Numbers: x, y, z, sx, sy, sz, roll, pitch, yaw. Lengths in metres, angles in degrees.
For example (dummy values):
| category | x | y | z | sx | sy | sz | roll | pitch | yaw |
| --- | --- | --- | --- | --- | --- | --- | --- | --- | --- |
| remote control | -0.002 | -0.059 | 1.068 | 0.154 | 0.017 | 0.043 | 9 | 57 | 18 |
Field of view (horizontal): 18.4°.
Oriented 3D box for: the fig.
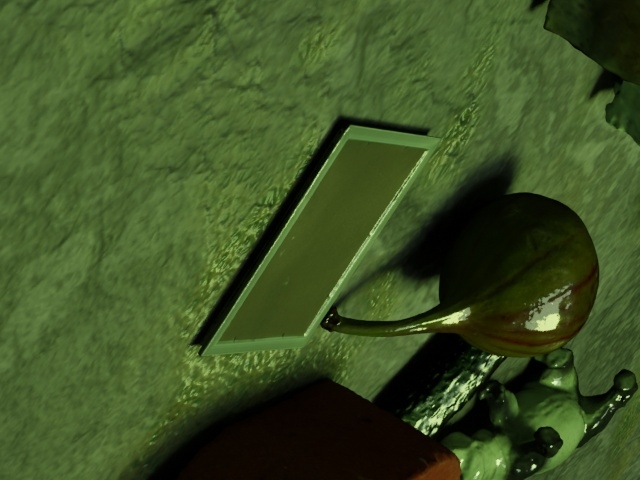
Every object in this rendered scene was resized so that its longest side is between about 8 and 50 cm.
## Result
| category | x | y | z | sx | sy | sz | roll | pitch | yaw |
| --- | --- | --- | --- | --- | --- | --- | --- | --- | --- |
| fig | 0.106 | 0.039 | 1.461 | 0.236 | 0.124 | 0.124 | -15 | 141 | -36 |

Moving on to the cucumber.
| category | x | y | z | sx | sy | sz | roll | pitch | yaw |
| --- | --- | --- | --- | --- | --- | --- | --- | --- | --- |
| cucumber | 0.133 | 0.085 | 1.645 | 0.214 | 0.052 | 0.058 | -46 | 178 | -11 |

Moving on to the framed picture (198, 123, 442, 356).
| category | x | y | z | sx | sy | sz | roll | pitch | yaw |
| --- | --- | --- | --- | --- | --- | --- | --- | --- | --- |
| framed picture | 0.000 | 0.000 | 1.310 | 0.183 | 0.011 | 0.142 | -57 | 157 | 16 |

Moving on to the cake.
| category | x | y | z | sx | sy | sz | roll | pitch | yaw |
| --- | --- | --- | --- | --- | --- | --- | --- | --- | --- |
| cake | -0.016 | 0.212 | 1.446 | 0.283 | 0.151 | 0.177 | -12 | 125 | -57 |

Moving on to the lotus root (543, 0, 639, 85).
| category | x | y | z | sx | sy | sz | roll | pitch | yaw |
| --- | --- | --- | --- | --- | --- | --- | --- | --- | --- |
| lotus root | 0.301 | -0.257 | 1.298 | 0.267 | 0.149 | 0.260 | -39 | 156 | -33 |

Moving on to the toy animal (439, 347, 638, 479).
| category | x | y | z | sx | sy | sz | roll | pitch | yaw |
| --- | --- | --- | --- | --- | --- | --- | --- | --- | --- |
| toy animal | 0.191 | 0.176 | 1.857 | 0.225 | 0.094 | 0.121 | -27 | 158 | -46 |

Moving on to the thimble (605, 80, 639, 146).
| category | x | y | z | sx | sy | sz | roll | pitch | yaw |
| --- | --- | --- | --- | --- | --- | --- | --- | --- | --- |
| thimble | 0.335 | -0.130 | 1.530 | 0.211 | 0.185 | 0.149 | 2 | 132 | -19 |
